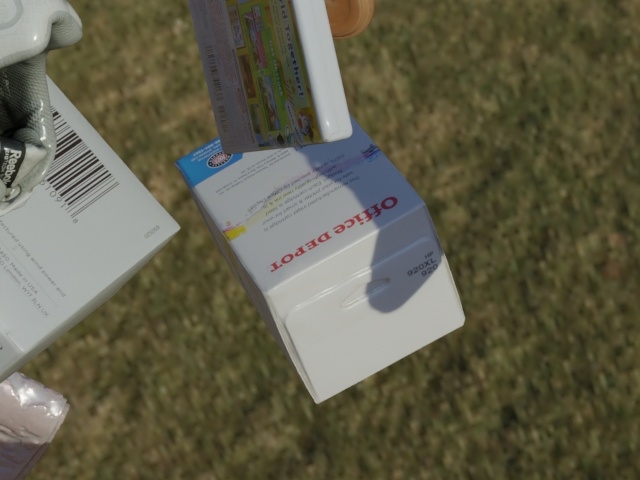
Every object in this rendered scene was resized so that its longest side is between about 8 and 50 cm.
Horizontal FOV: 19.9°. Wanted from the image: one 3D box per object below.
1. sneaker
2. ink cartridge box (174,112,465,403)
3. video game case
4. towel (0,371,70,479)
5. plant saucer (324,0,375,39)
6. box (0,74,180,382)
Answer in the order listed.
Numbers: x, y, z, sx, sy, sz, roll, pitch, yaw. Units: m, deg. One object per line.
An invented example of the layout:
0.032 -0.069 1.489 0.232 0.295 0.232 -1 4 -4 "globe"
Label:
-0.216 -0.034 1.005 0.118 0.292 0.110 29 31 12 "sneaker"
0.000 0.000 1.747 0.171 0.168 0.232 -29 43 -6 "ink cartridge box"
-0.050 -0.177 1.304 0.026 0.227 0.206 -14 6 -22 "video game case"
-0.448 0.167 1.880 0.332 0.317 0.053 25 55 -9 "towel"
0.005 -0.204 1.534 0.083 0.083 0.013 0 40 30 "plant saucer"
-0.233 -0.008 1.276 0.182 0.181 0.119 -42 0 -44 "box"
